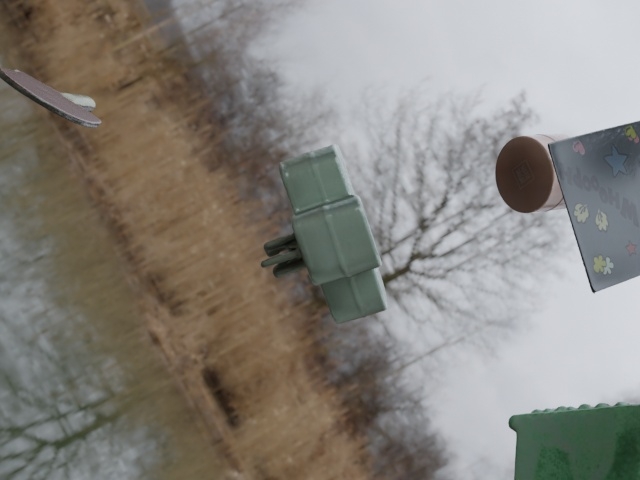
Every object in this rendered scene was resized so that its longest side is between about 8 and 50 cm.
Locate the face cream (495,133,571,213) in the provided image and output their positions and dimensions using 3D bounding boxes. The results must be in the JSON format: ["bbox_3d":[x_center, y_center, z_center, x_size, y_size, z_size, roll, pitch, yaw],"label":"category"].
[{"bbox_3d":[0.422,-0.129,2.044,0.149,0.104,0.149,12,-75,52],"label":"face cream"}]

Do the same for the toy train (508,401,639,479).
[{"bbox_3d":[0.262,0.266,0.905,0.266,0.145,0.201,38,52,-42],"label":"toy train"}]

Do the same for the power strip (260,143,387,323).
[{"bbox_3d":[0.000,0.000,1.403,0.261,0.141,0.229,-65,136,-84],"label":"power strip"}]

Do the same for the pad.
[{"bbox_3d":[0.360,-0.049,1.190,0.006,0.246,0.170,-17,-92,56],"label":"pad"}]

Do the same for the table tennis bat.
[{"bbox_3d":[-0.330,-0.179,1.356,0.131,0.022,0.234,32,6,0],"label":"table tennis bat"}]
